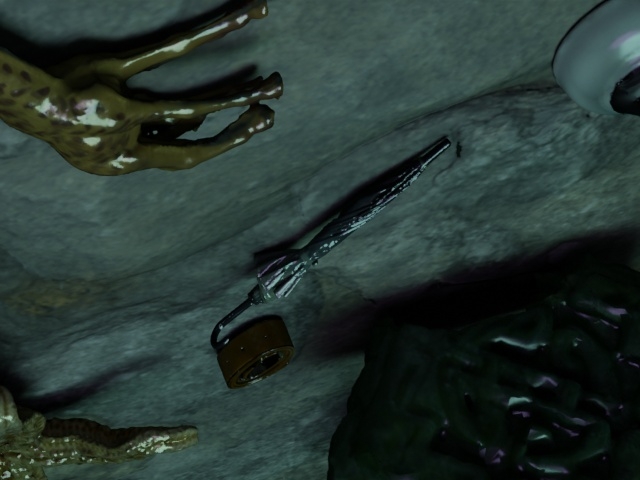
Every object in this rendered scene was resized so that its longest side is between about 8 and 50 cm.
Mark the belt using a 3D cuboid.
[{"bbox_3d":[-0.057,0.101,1.233,0.059,0.036,0.083,-5,152,-41],"label":"belt"}]

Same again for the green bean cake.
[{"bbox_3d":[0.186,0.153,1.269,0.308,0.300,0.169,19,156,10],"label":"green bean cake"}]

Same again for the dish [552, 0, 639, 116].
[{"bbox_3d":[0.242,-0.114,0.953,0.141,0.078,0.141,-16,155,-8],"label":"dish"}]

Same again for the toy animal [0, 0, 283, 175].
[{"bbox_3d":[-0.134,-0.091,0.776,0.275,0.054,0.149,1,146,-35],"label":"toy animal"}]

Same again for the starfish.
[{"bbox_3d":[-0.293,0.204,1.207,0.375,0.094,0.327,-14,145,6],"label":"starfish"}]

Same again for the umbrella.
[{"bbox_3d":[-0.001,-0.003,1.075,0.044,0.044,0.269,35,117,-29],"label":"umbrella"}]
